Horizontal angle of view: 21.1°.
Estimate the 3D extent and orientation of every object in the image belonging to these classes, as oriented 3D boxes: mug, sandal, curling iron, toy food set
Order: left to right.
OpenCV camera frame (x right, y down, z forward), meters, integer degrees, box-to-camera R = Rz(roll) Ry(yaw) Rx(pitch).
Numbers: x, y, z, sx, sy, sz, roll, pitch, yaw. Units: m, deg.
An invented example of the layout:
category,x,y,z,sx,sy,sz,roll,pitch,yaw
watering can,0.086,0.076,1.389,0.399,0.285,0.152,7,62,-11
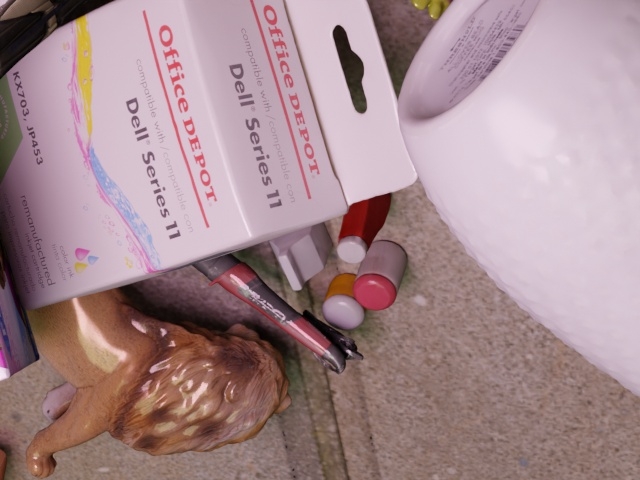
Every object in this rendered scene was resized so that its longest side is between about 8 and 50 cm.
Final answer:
category,x,y,z,sx,sy,sz,roll,pitch,yaw
sandal,-0.226,-0.175,1.208,0.086,0.120,0.303,47,165,-5
curling iron,-0.079,0.035,1.534,0.274,0.035,0.068,35,171,1
toy food set,0.000,0.000,1.469,0.111,0.104,0.232,-8,126,22
mug,0.260,-0.092,1.215,0.328,0.276,0.374,34,102,-20

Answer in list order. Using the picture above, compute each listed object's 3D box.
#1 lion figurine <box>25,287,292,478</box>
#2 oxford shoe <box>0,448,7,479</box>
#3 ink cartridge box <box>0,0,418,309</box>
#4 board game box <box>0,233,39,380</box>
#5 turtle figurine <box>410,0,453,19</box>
category,x,y,z,sx,sy,sz,roll,pitch,yaw
lion figurine,-0.224,0.064,1.570,0.240,0.142,0.392,-32,110,27
oxford shoe,-0.391,0.265,1.834,0.076,0.076,0.212,43,143,-21
ink cartridge box,-0.112,-0.085,1.320,0.353,0.119,0.207,-17,89,42
board game box,-0.299,-0.043,1.319,0.066,0.318,0.318,-17,91,-6
turtle figurine,0.116,-0.256,1.224,0.269,0.087,0.217,15,146,-40
